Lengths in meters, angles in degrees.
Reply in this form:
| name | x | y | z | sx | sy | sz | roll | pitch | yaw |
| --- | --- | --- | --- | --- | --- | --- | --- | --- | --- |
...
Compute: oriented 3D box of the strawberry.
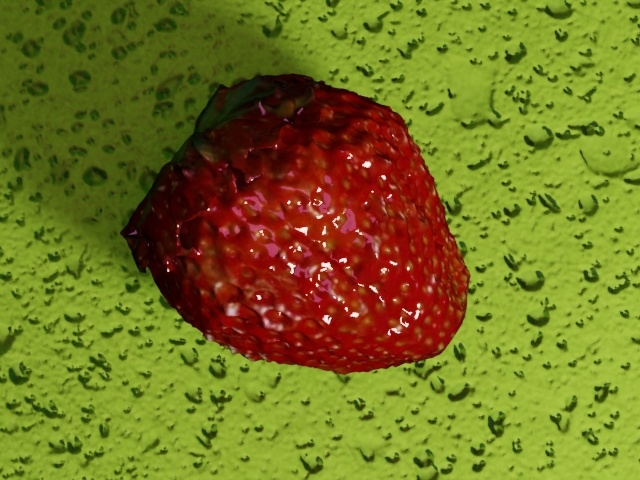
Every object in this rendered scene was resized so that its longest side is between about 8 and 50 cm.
| name | x | y | z | sx | sy | sz | roll | pitch | yaw |
| --- | --- | --- | --- | --- | --- | --- | --- | --- | --- |
| strawberry | 0.000 | 0.000 | 1.472 | 0.288 | 0.238 | 0.250 | 41 | 89 | -10 |
